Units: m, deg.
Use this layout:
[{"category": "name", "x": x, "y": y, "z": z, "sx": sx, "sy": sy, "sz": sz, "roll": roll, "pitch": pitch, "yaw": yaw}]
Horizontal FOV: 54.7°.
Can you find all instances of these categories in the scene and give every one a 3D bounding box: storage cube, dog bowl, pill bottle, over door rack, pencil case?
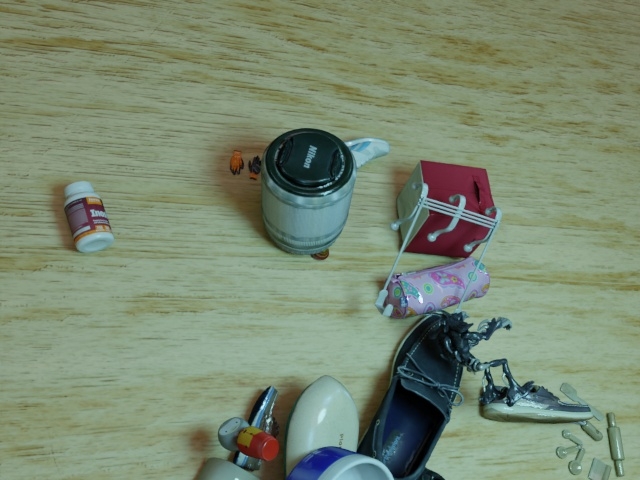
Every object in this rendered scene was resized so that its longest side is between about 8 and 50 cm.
[{"category": "storage cube", "x": 0.331, "y": -0.078, "z": 1.660, "sx": 0.193, "sy": 0.215, "sz": 0.183, "roll": 6, "pitch": 57, "yaw": -15}, {"category": "dog bowl", "x": 0.032, "y": 0.549, "z": 1.218, "sx": 0.265, "sy": 0.104, "sz": 0.264, "roll": -2, "pitch": 93, "yaw": -44}, {"category": "pill bottle", "x": -0.536, "y": -0.055, "z": 1.421, "sx": 0.086, "sy": 0.086, "sz": 0.151, "roll": -17, "pitch": 73, "yaw": -25}, {"category": "over door rack", "x": 0.276, "y": 0.042, "z": 1.496, "sx": 0.240, "sy": 0.108, "sz": 0.324, "roll": 15, "pitch": 95, "yaw": -20}, {"category": "pencil case", "x": 0.299, "y": 0.120, "z": 1.610, "sx": 0.284, "sy": 0.124, "sz": 0.124, "roll": -11, "pitch": 71, "yaw": -23}]

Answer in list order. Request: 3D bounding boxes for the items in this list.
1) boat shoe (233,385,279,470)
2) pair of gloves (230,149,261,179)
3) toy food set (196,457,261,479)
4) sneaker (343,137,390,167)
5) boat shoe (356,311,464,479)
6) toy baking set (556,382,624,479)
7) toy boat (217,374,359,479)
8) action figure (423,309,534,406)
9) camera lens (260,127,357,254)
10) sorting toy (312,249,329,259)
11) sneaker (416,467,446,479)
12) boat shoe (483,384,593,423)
[{"category": "boat shoe", "x": -0.128, "y": 0.415, "z": 1.367, "sx": 0.066, "sy": 0.066, "sz": 0.183, "roll": 28, "pitch": 71, "yaw": -11}, {"category": "pair of gloves", "x": -0.198, "y": -0.202, "z": 1.647, "sx": 0.083, "sy": 0.010, "sz": 0.074, "roll": 14, "pitch": 63, "yaw": -14}, {"category": "toy food set", "x": -0.147, "y": 0.617, "z": 1.260, "sx": 0.306, "sy": 0.092, "sz": 0.219, "roll": 33, "pitch": 54, "yaw": -6}, {"category": "sneaker", "x": 0.089, "y": -0.227, "z": 1.722, "sx": 0.229, "sy": 0.087, "sz": 0.092, "roll": -11, "pitch": 78, "yaw": -16}, {"category": "boat shoe", "x": 0.236, "y": 0.371, "z": 1.457, "sx": 0.187, "sy": 0.156, "sz": 0.500, "roll": 36, "pitch": 58, "yaw": 0}, {"category": "toy baking set", "x": 0.708, "y": 0.508, "z": 1.627, "sx": 0.197, "sy": 0.030, "sz": 0.256, "roll": 13, "pitch": 63, "yaw": -13}, {"category": "toy boat", "x": -0.056, "y": 0.413, "z": 1.305, "sx": 0.318, "sy": 0.148, "sz": 0.267, "roll": 16, "pitch": 80, "yaw": -43}, {"category": "action figure", "x": 0.361, "y": 0.247, "z": 1.433, "sx": 0.141, "sy": 0.164, "sz": 0.275, "roll": -39, "pitch": 94, "yaw": -37}, {"category": "camera lens", "x": -0.033, "y": -0.116, "z": 1.491, "sx": 0.220, "sy": 0.274, "sz": 0.219, "roll": 2, "pitch": 58, "yaw": -3}, {"category": "sorting toy", "x": 0.000, "y": 0.000, "z": 1.606, "sx": 0.061, "sy": 0.042, "sz": 0.101, "roll": -10, "pitch": 70, "yaw": -23}, {"category": "sneaker", "x": 0.285, "y": 0.633, "z": 1.383, "sx": 0.101, "sy": 0.106, "sz": 0.267, "roll": -27, "pitch": 79, "yaw": -29}, {"category": "boat shoe", "x": 0.551, "y": 0.413, "z": 1.570, "sx": 0.286, "sy": 0.102, "sz": 0.092, "roll": 4, "pitch": 65, "yaw": -5}]
